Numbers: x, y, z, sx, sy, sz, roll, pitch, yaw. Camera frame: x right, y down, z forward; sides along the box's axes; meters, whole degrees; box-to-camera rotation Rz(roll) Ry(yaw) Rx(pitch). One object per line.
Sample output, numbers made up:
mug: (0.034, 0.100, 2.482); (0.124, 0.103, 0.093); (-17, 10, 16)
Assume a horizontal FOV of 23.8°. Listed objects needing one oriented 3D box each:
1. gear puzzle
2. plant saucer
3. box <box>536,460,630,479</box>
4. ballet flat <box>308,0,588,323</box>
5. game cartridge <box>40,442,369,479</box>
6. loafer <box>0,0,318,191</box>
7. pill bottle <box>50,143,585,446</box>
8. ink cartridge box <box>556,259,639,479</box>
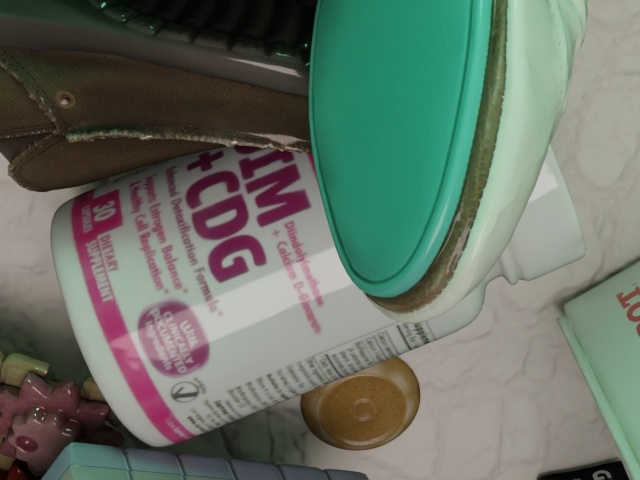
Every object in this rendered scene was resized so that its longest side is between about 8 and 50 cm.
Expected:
gear puzzle: (-0.237, 0.198, 1.001); (0.175, 0.044, 0.339); (18, 129, 0)
plant saucer: (0.029, 0.113, 1.041); (0.083, 0.015, 0.083); (-3, 117, -6)
box: (0.221, 0.354, 1.030); (0.073, 0.293, 0.295); (-11, 117, -2)
ballet flat: (0.064, -0.149, 0.735); (0.139, 0.400, 0.139); (-7, 157, -3)
game cartridge: (-0.146, 0.259, 0.998); (0.230, 0.068, 0.355); (16, 128, -32)
loafer: (-0.121, -0.096, 0.842); (0.366, 0.134, 0.130); (10, 126, 11)
pill bottle: (0.000, 0.000, 0.898); (0.283, 0.160, 0.160); (-22, 117, 4)
ink cartridge box: (0.371, 0.064, 0.910); (0.385, 0.279, 0.160); (-31, 117, 10)
